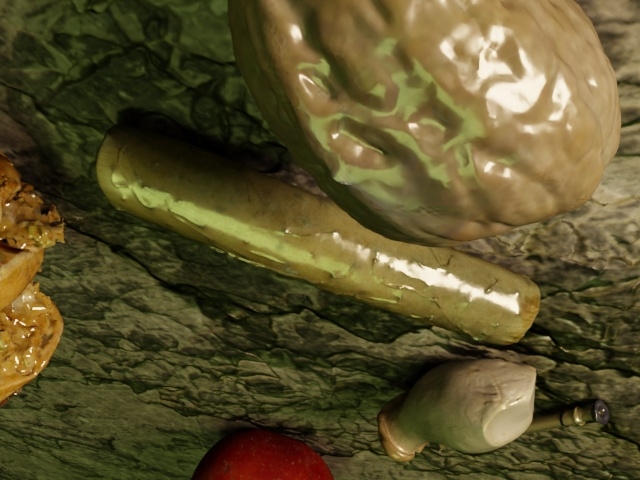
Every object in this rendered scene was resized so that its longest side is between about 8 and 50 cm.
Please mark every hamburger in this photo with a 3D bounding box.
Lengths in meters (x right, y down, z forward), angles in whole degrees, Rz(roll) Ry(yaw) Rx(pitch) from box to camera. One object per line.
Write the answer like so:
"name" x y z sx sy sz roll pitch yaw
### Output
"hamburger" -0.347 0.032 0.696 0.260 0.245 0.211 -9 122 -2

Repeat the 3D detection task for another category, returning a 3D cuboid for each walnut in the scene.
"walnut" 0.046 -0.093 0.420 0.230 0.178 0.178 42 139 -23

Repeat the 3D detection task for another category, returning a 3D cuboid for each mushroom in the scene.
"mushroom" 0.139 0.176 0.814 0.088 0.097 0.212 23 147 -28

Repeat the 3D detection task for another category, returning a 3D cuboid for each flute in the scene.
"flute" 0.220 0.213 0.896 0.027 0.027 0.233 33 143 -23

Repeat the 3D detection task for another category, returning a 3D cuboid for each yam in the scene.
"yam" 0.000 0.000 0.645 0.371 0.083 0.083 20 146 -6

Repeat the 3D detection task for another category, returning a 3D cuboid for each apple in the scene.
"apple" -0.081 0.378 1.111 0.218 0.201 0.218 10 138 9
